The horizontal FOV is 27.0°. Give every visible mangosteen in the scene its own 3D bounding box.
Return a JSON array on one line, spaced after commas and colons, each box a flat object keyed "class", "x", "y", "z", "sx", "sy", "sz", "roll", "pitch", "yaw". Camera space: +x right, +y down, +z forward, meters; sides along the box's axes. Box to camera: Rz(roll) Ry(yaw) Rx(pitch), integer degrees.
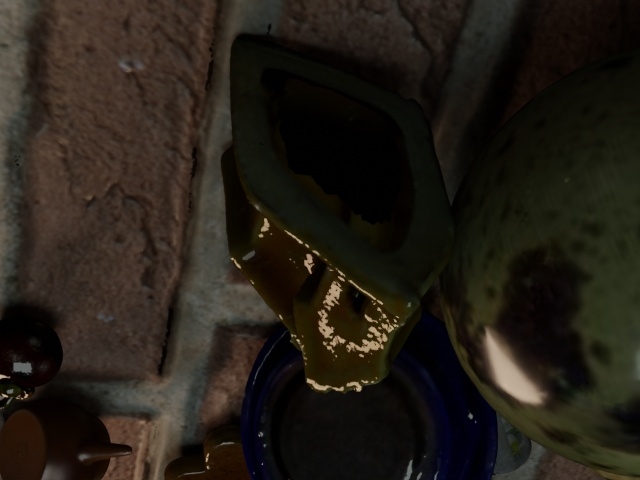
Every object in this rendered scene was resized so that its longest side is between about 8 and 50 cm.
[{"class": "mangosteen", "x": -0.287, "y": 0.112, "z": 1.281, "sx": 0.080, "sy": 0.081, "sz": 0.081, "roll": -3, "pitch": 134, "yaw": -3}]

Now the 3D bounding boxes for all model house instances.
[{"class": "model house", "x": -0.004, "y": 0.008, "z": 1.102, "sx": 0.173, "sy": 0.268, "sz": 0.239, "roll": 5, "pitch": 140, "yaw": -12}]

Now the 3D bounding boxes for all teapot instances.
[{"class": "teapot", "x": -0.267, "y": 0.218, "z": 1.376, "sx": 0.173, "sy": 0.116, "sz": 0.116, "roll": -10, "pitch": 141, "yaw": 41}]

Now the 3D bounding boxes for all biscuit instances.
[{"class": "biscuit", "x": -0.059, "y": 0.278, "z": 1.493, "sx": 0.180, "sy": 0.039, "sz": 0.236, "roll": -39, "pitch": 127, "yaw": 24}]

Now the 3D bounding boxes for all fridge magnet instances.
[{"class": "fridge magnet", "x": 0.040, "y": 0.185, "z": 1.287, "sx": 0.265, "sy": 0.266, "sz": 0.112, "roll": -28, "pitch": 171, "yaw": 19}]

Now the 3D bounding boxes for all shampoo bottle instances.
[{"class": "shampoo bottle", "x": 0.170, "y": 0.159, "z": 1.386, "sx": 0.072, "sy": 0.072, "sz": 0.214, "roll": -16, "pitch": 133, "yaw": 8}]

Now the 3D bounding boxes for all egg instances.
[{"class": "egg", "x": 0.305, "y": 0.006, "z": 1.069, "sx": 0.427, "sy": 0.345, "sz": 0.345, "roll": -25, "pitch": 132, "yaw": 2}]

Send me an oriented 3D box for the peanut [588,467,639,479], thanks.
[{"class": "peanut", "x": 0.302, "y": 0.178, "z": 1.385, "sx": 0.130, "sy": 0.130, "sz": 0.290, "roll": -31, "pitch": 132, "yaw": 22}]
